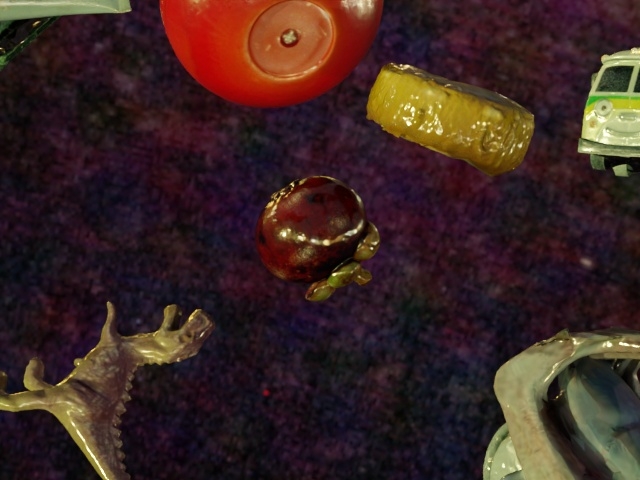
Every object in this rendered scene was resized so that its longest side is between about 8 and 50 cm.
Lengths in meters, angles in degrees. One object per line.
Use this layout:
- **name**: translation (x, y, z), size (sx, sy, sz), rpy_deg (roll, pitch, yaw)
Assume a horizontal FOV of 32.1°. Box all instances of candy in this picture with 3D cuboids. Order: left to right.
- **candy**: translation (0.195, -0.186, 1.684), size (0.260, 0.118, 0.260), rpy_deg (20, 10, -4)

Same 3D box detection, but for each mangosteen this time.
- **mangosteen**: translation (0.000, 0.000, 1.684), size (0.200, 0.200, 0.200), rpy_deg (13, 26, -7)

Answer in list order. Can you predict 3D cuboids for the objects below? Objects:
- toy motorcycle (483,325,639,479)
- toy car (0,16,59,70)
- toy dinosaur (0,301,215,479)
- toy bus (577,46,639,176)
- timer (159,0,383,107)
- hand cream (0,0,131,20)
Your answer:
- **toy motorcycle**: translation (0.246, 0.198, 0.772), size (0.182, 0.241, 0.319), rpy_deg (-21, 52, -29)
- **toy car**: translation (-0.402, -0.284, 1.337), size (0.141, 0.097, 0.321), rpy_deg (-47, 35, -18)
- **toy dinosaur**: translation (-0.201, 0.159, 1.022), size (0.200, 0.072, 0.251), rpy_deg (7, 46, 8)
- **toy bus**: translation (0.448, -0.168, 1.503), size (0.134, 0.164, 0.276), rpy_deg (6, 1, 28)
- **timer**: translation (-0.080, -0.406, 1.882), size (0.378, 0.378, 0.279), rpy_deg (4, 40, -24)
- **hand cream**: translation (-0.357, -0.263, 1.145), size (0.312, 0.111, 0.070), rpy_deg (-11, 7, 1)
